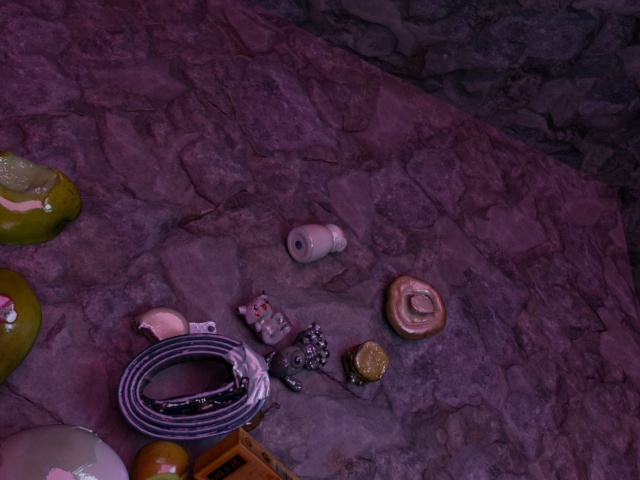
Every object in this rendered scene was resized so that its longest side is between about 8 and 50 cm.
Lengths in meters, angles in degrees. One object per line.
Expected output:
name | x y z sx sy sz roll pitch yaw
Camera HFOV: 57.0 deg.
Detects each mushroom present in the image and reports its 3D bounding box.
mushroom | 0.369 0.267 2.336 0.278 0.146 0.278 8 59 -13
mushroom | -0.246 0.549 1.862 0.126 0.085 0.109 25 63 -2

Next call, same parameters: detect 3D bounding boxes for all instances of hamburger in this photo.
hamburger | 0.155 0.450 2.122 0.159 0.131 0.185 48 57 -7

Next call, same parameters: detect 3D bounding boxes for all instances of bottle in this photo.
bottle | 0.000 0.000 2.297 0.237 0.147 0.147 -13 69 -42

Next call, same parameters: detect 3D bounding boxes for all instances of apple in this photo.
apple | -0.429 0.622 1.584 0.147 0.146 0.163 8 31 -2

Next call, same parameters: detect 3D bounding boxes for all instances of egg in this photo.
egg | -0.650 0.605 1.473 0.336 0.278 0.278 10 58 -20

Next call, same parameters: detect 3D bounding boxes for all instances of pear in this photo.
pear | -0.899 -0.122 1.847 0.282 0.176 0.286 19 56 -21
pear | -0.905 0.255 1.561 0.288 0.287 0.375 13 73 -22

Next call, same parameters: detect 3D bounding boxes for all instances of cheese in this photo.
cheese | -0.468 0.274 1.910 0.249 0.071 0.163 -21 75 -36

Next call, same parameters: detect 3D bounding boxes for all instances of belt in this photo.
belt | -0.371 0.432 1.744 0.437 0.173 0.300 -3 74 -17

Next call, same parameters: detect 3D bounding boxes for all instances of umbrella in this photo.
umbrella | -0.162 0.558 1.945 0.083 0.020 0.031 -27 77 -32

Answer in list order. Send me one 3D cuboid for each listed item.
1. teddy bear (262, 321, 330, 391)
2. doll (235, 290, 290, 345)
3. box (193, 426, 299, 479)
teddy bear | -0.070 0.414 2.007 0.251 0.144 0.171 -34 96 -36
doll | -0.199 0.273 2.047 0.149 0.095 0.192 -22 72 -43
box | -0.207 0.683 1.693 0.274 0.174 0.076 49 8 -21
